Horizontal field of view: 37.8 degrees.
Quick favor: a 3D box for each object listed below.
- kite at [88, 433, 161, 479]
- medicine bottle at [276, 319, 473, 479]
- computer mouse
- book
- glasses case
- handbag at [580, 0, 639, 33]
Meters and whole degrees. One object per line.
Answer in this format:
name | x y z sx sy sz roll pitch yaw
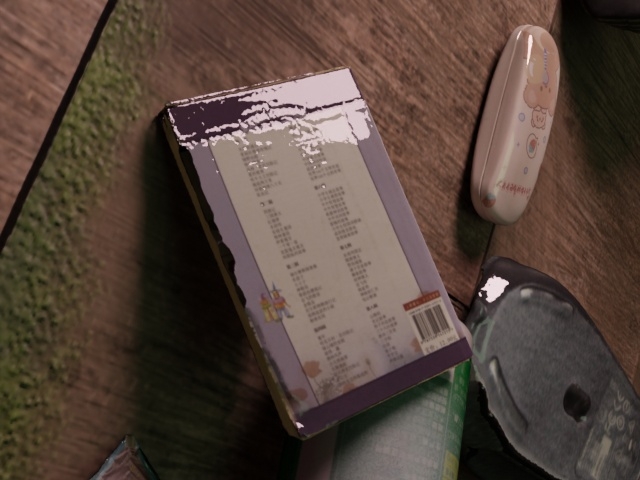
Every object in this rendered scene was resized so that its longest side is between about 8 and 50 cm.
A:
kite | -0.110 0.269 0.549 0.335 0.011 0.315 27 47 -52
medicine bottle | 0.031 0.185 0.676 0.133 0.133 0.274 42 51 -46
computer mouse | 0.215 0.159 0.956 0.374 0.114 0.203 46 64 -35
book | -0.001 0.000 0.635 0.157 0.026 0.231 -18 82 -35
glasses case | 0.195 -0.115 0.930 0.081 0.051 0.204 25 77 -51
handbag | 0.419 -0.397 1.024 0.240 0.247 0.341 -25 113 -59
